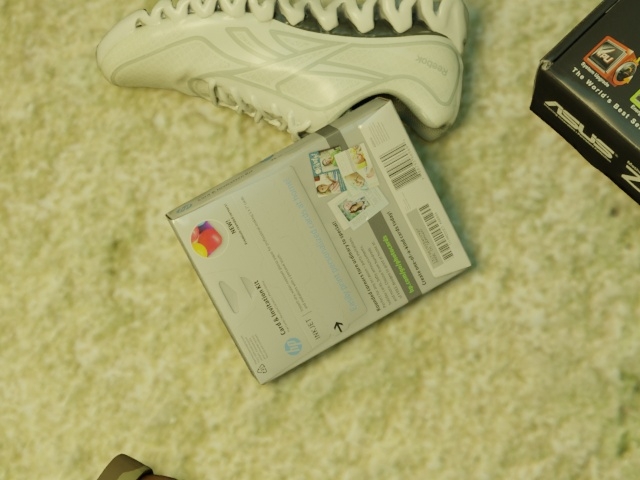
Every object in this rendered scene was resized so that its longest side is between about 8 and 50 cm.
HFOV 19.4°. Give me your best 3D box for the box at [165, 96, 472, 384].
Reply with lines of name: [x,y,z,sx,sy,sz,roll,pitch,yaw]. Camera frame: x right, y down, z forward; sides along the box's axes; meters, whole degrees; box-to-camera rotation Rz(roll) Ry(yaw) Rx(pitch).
box: [0.000,0.000,1.398,0.186,0.038,0.145,-30,104,-8]

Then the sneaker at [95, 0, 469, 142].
sneaker: [-0.029,-0.130,1.448,0.292,0.110,0.118,-2,80,2]

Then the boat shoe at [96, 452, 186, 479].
boat shoe: [-0.166,0.300,1.298,0.104,0.111,0.307,25,74,11]

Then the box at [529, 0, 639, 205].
box: [0.409,-0.092,1.420,0.318,0.097,0.395,-42,75,-14]
